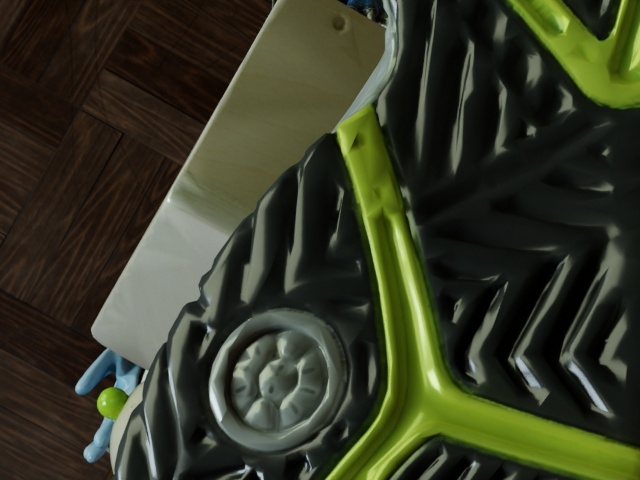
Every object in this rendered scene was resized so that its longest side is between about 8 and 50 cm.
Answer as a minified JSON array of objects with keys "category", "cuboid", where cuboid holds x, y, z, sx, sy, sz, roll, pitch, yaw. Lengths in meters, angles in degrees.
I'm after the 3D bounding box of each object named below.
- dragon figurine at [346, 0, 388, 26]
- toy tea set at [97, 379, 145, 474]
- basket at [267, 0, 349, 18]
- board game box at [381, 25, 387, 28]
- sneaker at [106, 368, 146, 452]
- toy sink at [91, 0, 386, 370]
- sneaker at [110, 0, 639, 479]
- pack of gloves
[{"category":"dragon figurine","cuboid":[0.074,-0.177,0.958,0.289,0.085,0.144,16,95,47]},{"category":"toy tea set","cuboid":[-0.118,0.205,1.029,0.200,0.124,0.336,-57,6,31]},{"category":"basket","cuboid":[0.009,-0.171,1.728,0.204,0.154,0.227,-62,1,-28]},{"category":"board game box","cuboid":[0.069,-0.172,1.382,0.136,0.030,0.260,-1,52,52]},{"category":"sneaker","cuboid":[-0.115,0.154,1.452,0.094,0.091,0.258,-63,10,3]},{"category":"toy sink","cuboid":[0.000,0.000,0.864,0.131,0.153,0.234,-63,5,-22]},{"category":"sneaker","cuboid":[0.059,0.014,0.528,0.385,0.145,0.147,-64,-25,-12]},{"category":"pack of gloves","cuboid":[-0.140,0.053,1.438,0.195,0.046,0.232,-56,12,37]}]
